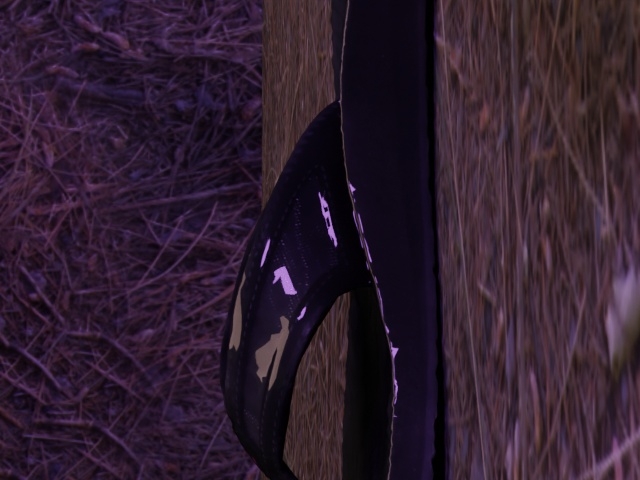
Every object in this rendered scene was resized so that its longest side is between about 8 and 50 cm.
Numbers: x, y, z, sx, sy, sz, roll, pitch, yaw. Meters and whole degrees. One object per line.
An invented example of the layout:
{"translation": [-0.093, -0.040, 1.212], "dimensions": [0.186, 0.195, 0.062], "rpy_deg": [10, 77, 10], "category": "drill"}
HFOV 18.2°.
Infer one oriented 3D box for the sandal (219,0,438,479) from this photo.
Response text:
{"translation": [0.000, -0.001, 1.051], "dimensions": [0.167, 0.107, 0.446], "rpy_deg": [120, 149, -81], "category": "sandal"}
